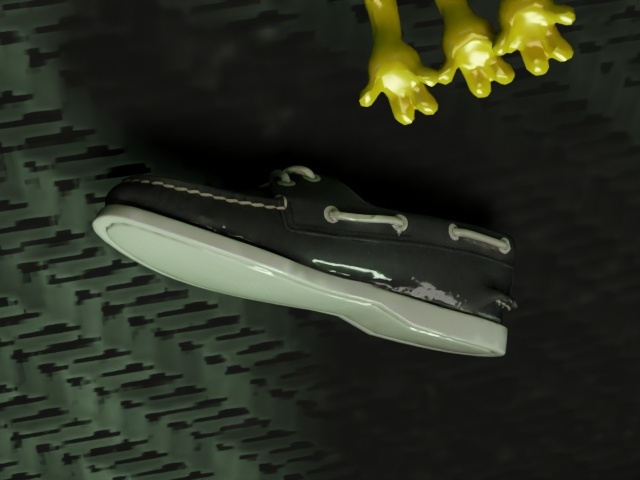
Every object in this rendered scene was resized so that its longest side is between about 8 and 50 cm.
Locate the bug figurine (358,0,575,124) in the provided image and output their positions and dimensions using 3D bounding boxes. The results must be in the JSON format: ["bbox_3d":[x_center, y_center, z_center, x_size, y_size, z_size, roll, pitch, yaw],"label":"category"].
[{"bbox_3d":[0.055,-0.142,0.273,0.216,0.072,0.279,-21,137,13],"label":"bug figurine"}]

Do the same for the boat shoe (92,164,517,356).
[{"bbox_3d":[0.000,0.000,0.406,0.125,0.038,0.046,17,167,-20],"label":"boat shoe"}]
